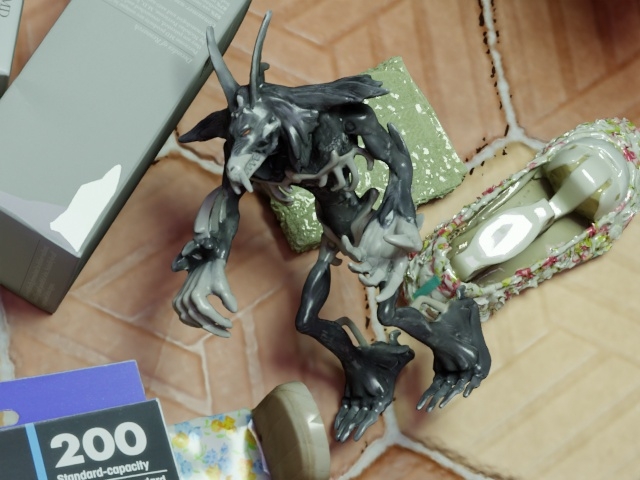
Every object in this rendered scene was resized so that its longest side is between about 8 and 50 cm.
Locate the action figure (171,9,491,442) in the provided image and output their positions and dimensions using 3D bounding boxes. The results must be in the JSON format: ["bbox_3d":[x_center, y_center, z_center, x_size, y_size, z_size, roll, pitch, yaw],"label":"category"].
[{"bbox_3d":[0.000,0.000,1.147,0.275,0.164,0.141,57,35,-26],"label":"action figure"}]

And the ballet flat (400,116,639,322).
[{"bbox_3d":[0.158,-0.017,1.291,0.241,0.077,0.091,-38,83,-24],"label":"ballet flat"}]

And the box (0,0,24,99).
[{"bbox_3d":[-0.242,-0.138,1.211,0.087,0.102,0.101,12,67,-13],"label":"box"}]

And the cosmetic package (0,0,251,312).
[{"bbox_3d":[-0.146,-0.085,1.206,0.107,0.127,0.238,29,68,-4],"label":"cosmetic package"}]

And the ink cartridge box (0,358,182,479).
[{"bbox_3d":[-0.173,0.150,0.990,0.206,0.045,0.208,-9,51,-16],"label":"ink cartridge box"}]

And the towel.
[{"bbox_3d":[0.022,-0.059,1.297,0.148,0.027,0.110,-24,80,-23],"label":"towel"}]

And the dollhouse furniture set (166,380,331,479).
[{"bbox_3d":[-0.123,0.289,1.005,0.362,0.256,0.394,-13,75,-20],"label":"dollhouse furniture set"}]
